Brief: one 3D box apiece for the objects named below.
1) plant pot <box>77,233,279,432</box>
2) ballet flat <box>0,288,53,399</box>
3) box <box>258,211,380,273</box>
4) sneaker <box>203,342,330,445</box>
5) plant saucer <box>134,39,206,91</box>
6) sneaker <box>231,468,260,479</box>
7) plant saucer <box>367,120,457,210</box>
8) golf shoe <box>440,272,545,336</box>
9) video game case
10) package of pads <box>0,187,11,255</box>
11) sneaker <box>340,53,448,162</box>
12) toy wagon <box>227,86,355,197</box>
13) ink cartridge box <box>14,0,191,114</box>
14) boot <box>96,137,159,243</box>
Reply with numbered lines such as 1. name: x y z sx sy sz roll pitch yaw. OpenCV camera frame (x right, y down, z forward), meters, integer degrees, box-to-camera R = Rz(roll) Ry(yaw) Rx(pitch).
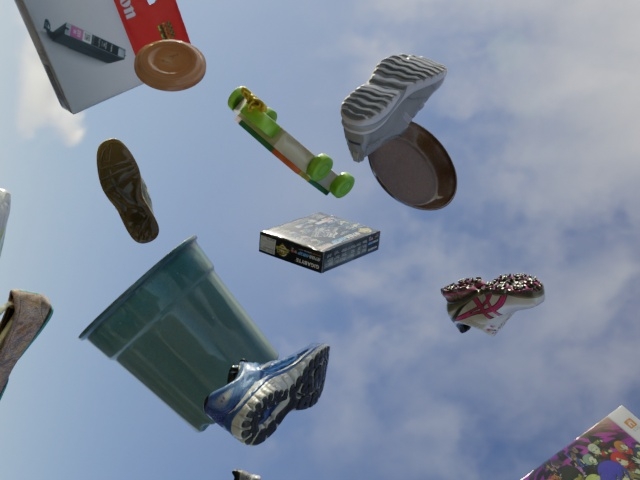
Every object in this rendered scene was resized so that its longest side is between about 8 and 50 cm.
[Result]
1. plant pot: -0.291 0.219 1.829 0.334 0.341 0.341 47 -35 -3
2. ballet flat: -0.652 0.231 1.626 0.108 0.106 0.316 18 -104 50
3. box: 0.000 0.000 1.815 0.175 0.220 0.051 18 -67 32
4. sneaker: -0.097 0.265 1.584 0.147 0.330 0.129 19 -68 28
5. plant saucer: -0.175 -0.207 0.963 0.013 0.084 0.083 103 -23 -52
6. sneaker: -0.204 0.574 1.807 0.170 0.075 0.063 -56 170 -14
7. plant saucer: 0.160 -0.134 1.506 0.036 0.199 0.198 -43 -131 47
8. golf shoe: 0.258 0.095 1.201 0.186 0.068 0.085 -11 -82 58
9. video game case: 0.355 0.321 0.951 0.210 0.232 0.041 44 -37 34
10. package of pads: -0.677 0.007 1.442 0.101 0.229 0.296 -85 -162 -50
11. sneaker: 0.123 -0.239 1.455 0.105 0.281 0.115 30 -41 27
12. toy wagon: -0.079 -0.204 1.643 0.267 0.344 0.068 42 -85 26
13. ink cartridge box: -0.323 -0.361 1.230 0.060 0.239 0.275 29 -37 52
14. boot: -0.381 -0.114 1.608 0.165 0.077 0.213 -128 -163 -63
